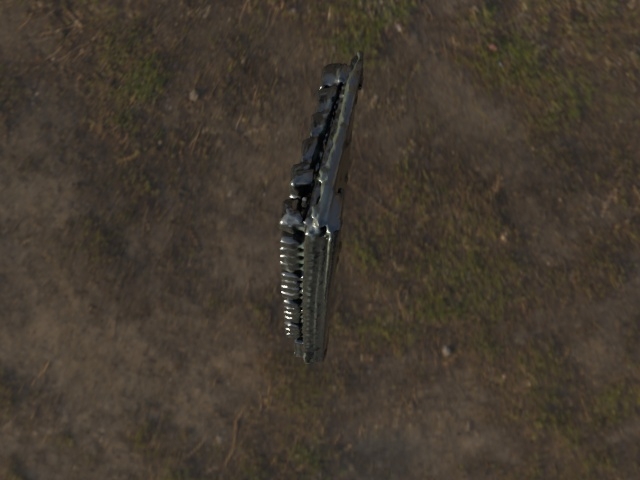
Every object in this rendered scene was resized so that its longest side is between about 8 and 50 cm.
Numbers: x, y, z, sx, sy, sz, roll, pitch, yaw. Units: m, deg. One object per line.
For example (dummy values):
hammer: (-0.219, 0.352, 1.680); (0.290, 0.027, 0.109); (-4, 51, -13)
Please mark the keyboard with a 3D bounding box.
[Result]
keyboard: (-0.001, 0.000, 0.450); (0.023, 0.231, 0.072); (11, 72, 2)
